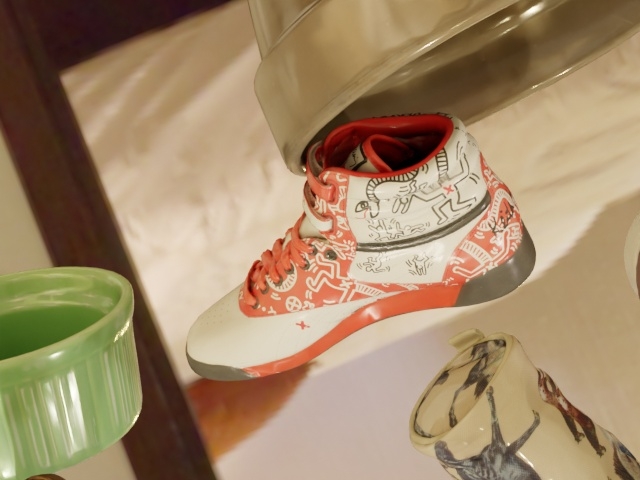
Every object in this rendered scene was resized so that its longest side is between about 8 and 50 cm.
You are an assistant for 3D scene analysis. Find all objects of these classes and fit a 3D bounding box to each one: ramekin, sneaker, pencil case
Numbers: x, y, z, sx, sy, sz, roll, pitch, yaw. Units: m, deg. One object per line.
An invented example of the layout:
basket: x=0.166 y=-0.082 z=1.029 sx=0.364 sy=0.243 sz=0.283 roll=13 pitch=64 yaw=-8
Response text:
ramekin: x=-0.343 y=0.151 z=1.709 sx=0.303 sy=0.148 sz=0.303 roll=-10 pitch=-162 yaw=3
sneaker: x=0.001 y=-0.001 z=1.068 sx=0.270 sy=0.090 sz=0.145 roll=-18 pitch=126 yaw=19
pencil case: x=0.287 y=0.269 z=1.682 sx=0.160 sy=0.410 sz=0.183 roll=-46 pitch=-172 yaw=30

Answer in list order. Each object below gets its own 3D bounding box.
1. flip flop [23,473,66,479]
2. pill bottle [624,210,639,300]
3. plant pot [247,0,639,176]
flip flop: x=-0.264 y=0.271 z=1.519 sx=0.080 sy=0.112 sz=0.277 roll=-51 pitch=174 yaw=-1
pill bottle: x=0.510 y=0.052 z=1.850 sx=0.224 sy=0.224 sz=0.392 roll=-23 pitch=-168 yaw=0
plant pot: x=0.062 y=-0.236 z=1.025 sx=0.323 sy=0.280 sz=0.323 roll=-26 pitch=173 yaw=-3
